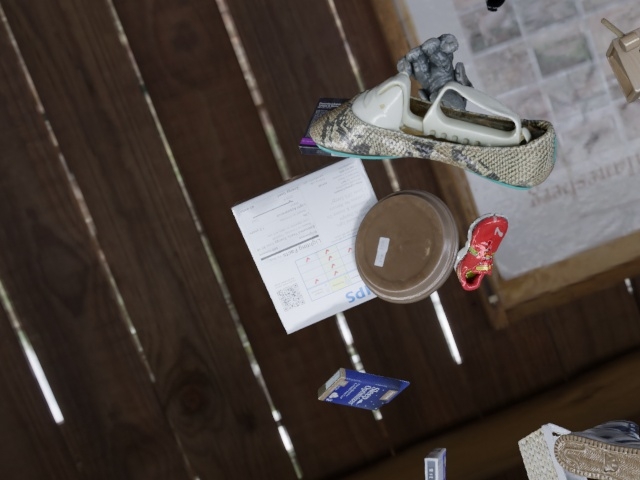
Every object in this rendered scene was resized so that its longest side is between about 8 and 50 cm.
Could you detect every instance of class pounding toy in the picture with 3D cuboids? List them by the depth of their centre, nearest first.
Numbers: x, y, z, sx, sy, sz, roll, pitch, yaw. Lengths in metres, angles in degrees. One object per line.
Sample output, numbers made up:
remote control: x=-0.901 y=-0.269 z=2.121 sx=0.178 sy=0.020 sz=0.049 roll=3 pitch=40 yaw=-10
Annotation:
pounding toy: x=0.682 y=-0.413 z=1.891 sx=0.094 sy=0.181 sz=0.206 roll=-23 pitch=173 yaw=10

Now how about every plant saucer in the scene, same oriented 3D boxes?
plant saucer: x=0.194 y=0.010 z=2.084 sx=0.277 sy=0.278 sz=0.041 roll=-16 pitch=161 yaw=30

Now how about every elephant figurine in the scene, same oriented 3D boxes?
elephant figurine: x=0.307 y=-0.377 z=2.197 sx=0.186 sy=0.239 sz=0.169 roll=-30 pitch=180 yaw=-37

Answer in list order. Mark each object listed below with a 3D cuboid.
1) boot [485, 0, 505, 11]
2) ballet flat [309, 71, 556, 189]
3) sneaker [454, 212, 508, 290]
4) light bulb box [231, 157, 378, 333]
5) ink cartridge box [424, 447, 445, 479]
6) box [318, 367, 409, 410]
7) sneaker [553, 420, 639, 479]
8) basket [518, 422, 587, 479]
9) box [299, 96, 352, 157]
boot: x=0.376 y=-0.574 z=1.776 sx=0.076 sy=0.198 sz=0.137 roll=6 pitch=-135 yaw=-3
ballet flat: x=0.216 y=-0.230 z=1.691 sx=0.482 sy=0.182 sz=0.164 roll=13 pitch=-133 yaw=11
sneaker: x=0.459 y=0.037 z=2.457 sx=0.107 sy=0.279 sz=0.118 roll=4 pitch=-132 yaw=-12
light bulb box: x=0.000 y=0.000 z=2.324 sx=0.357 sy=0.361 sz=0.225 roll=-23 pitch=-173 yaw=1
ink cartridge box: x=0.337 y=0.722 z=2.560 sx=0.045 sy=0.208 sz=0.206 roll=-3 pitch=174 yaw=14
box: x=0.123 y=0.416 z=2.436 sx=0.225 sy=0.037 sz=0.136 roll=14 pitch=138 yaw=-23
sneaker: x=0.586 y=0.403 z=1.602 sx=0.153 sy=0.099 sz=0.282 roll=-2 pitch=-170 yaw=-43
basket: x=0.577 y=0.557 z=2.186 sx=0.113 sy=0.167 sz=0.103 roll=25 pitch=132 yaw=-38
box: x=0.031 y=-0.257 z=1.986 sx=0.116 sy=0.029 sz=0.162 roll=7 pitch=-124 yaw=20
